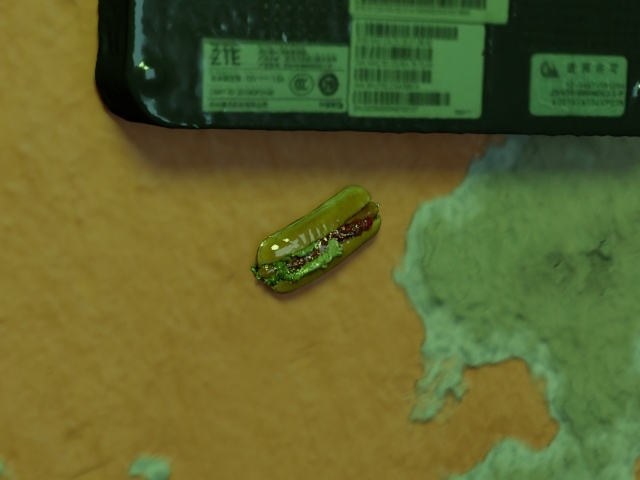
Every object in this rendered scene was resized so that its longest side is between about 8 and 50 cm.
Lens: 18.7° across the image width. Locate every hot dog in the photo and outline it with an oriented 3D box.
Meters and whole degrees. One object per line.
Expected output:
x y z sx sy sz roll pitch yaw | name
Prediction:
0.000 0.000 1.068 0.083 0.021 0.037 -36 113 -22 | hot dog

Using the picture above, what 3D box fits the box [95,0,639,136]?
0.049 -0.162 1.052 0.350 0.058 0.211 -2 99 -30 | box
